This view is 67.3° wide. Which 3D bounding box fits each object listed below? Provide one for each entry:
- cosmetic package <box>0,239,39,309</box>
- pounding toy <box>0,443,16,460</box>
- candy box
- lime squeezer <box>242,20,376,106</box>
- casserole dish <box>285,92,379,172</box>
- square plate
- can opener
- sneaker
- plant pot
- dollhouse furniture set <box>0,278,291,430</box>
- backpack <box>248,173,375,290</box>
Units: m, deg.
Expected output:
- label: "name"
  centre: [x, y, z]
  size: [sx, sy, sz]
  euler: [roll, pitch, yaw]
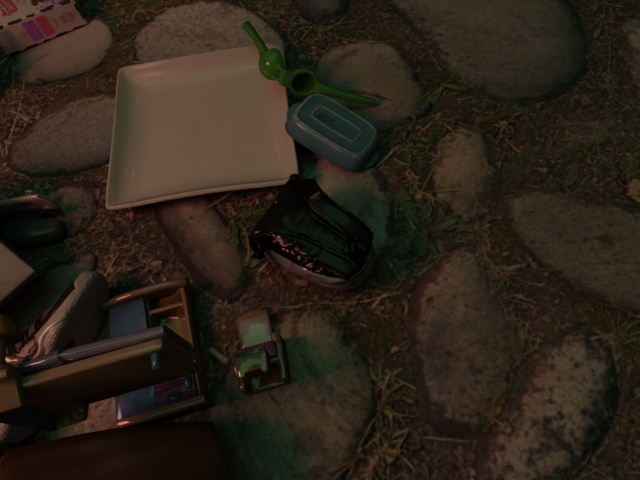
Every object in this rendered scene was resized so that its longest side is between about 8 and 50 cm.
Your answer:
- label: "cosmetic package"
  centre: [-0.671, 0.086, 0.687]
  size: [0.284, 0.097, 0.377]
  euler: [45, 66, -12]
- label: "pounding toy"
  centre: [-0.476, 0.338, 0.613]
  size: [0.270, 0.154, 0.154]
  euler: [24, 69, 17]
- label: "candy box"
  centre: [-0.666, -0.538, 1.113]
  size: [0.196, 0.070, 0.164]
  euler: [-28, 64, -8]
- label: "lime squeezer"
  centre: [-0.047, -0.317, 0.913]
  size: [0.310, 0.058, 0.110]
  euler: [33, 28, 7]
- label: "casserole dish"
  centre: [0.025, -0.201, 0.867]
  size: [0.188, 0.037, 0.114]
  euler: [33, 61, 6]
- label: "square plate"
  centre: [-0.224, -0.222, 0.922]
  size: [0.344, 0.049, 0.347]
  euler: [-9, 63, 2]
- label: "can opener"
  centre: [-0.600, -0.033, 0.854]
  size: [0.281, 0.074, 0.093]
  euler: [-6, 64, 3]
- label: "sneaker"
  centre: [-0.448, 0.151, 0.730]
  size: [0.153, 0.101, 0.268]
  euler: [18, 70, 12]
- label: "plant pot"
  centre: [-0.228, 0.316, 0.587]
  size: [0.231, 0.215, 0.215]
  euler: [-17, 62, -18]
- label: "dollhouse furniture set"
  centre: [-0.215, 0.103, 0.619]
  size: [0.287, 0.303, 0.198]
  euler: [-16, 64, -2]
- label: "backpack"
  centre: [0.000, 0.000, 0.753]
  size: [0.182, 0.115, 0.151]
  euler: [28, 81, 17]
